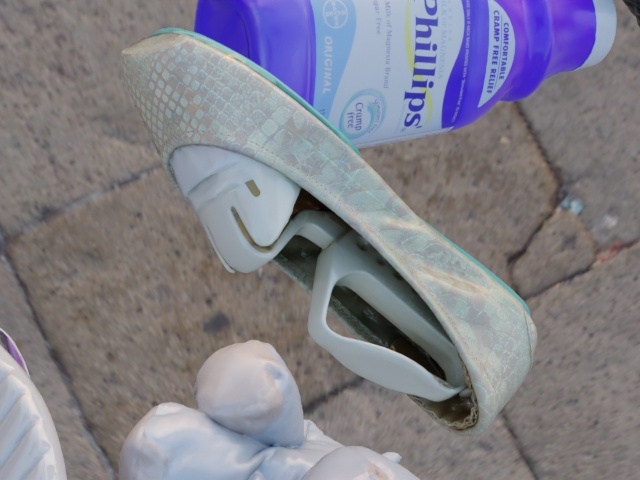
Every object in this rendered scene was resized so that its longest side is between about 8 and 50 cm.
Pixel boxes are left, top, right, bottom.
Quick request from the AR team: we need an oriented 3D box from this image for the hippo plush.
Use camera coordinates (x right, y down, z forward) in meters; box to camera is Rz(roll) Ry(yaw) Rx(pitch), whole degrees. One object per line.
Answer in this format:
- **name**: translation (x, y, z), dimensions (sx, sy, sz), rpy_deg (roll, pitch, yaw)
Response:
- **hippo plush**: translation (-0.005, 0.245, 1.085), dimensions (0.236, 0.294, 0.234), rpy_deg (26, 76, 47)

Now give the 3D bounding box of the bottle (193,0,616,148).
- **bottle**: translation (0.060, -0.123, 0.876), dimensions (0.283, 0.092, 0.118), rpy_deg (-12, 118, -32)

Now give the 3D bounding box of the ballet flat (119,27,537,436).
- **ballet flat**: translation (0.000, 0.000, 0.440), dimensions (0.168, 0.057, 0.052), rpy_deg (37, 55, -10)

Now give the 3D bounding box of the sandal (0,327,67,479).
- **sandal**: translation (-0.285, 0.133, 1.085), dimensions (0.169, 0.102, 0.416), rpy_deg (-43, 54, 7)

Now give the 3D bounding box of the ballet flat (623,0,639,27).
- **ballet flat**: translation (0.238, -0.155, 0.945), dimensions (0.057, 0.173, 0.049), rpy_deg (-28, 44, 16)
